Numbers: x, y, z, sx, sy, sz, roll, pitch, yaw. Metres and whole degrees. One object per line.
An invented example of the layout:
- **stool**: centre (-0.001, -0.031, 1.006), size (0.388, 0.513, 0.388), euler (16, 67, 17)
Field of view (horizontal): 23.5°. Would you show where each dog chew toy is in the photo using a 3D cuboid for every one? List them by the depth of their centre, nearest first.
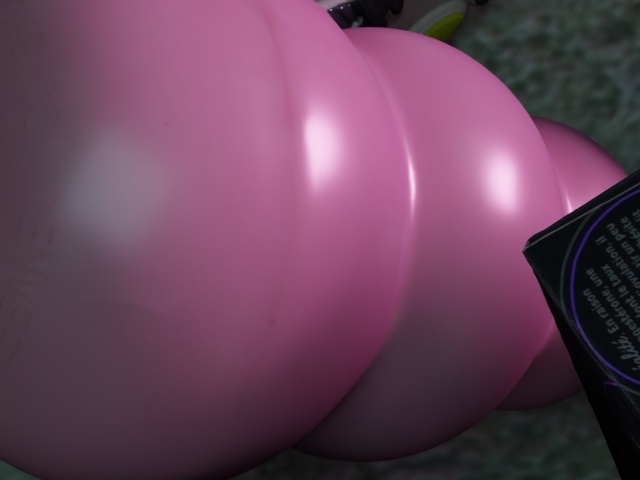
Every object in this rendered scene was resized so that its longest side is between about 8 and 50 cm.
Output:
- **dog chew toy**: centre (0.000, 0.000, 0.621), size (0.332, 0.207, 0.206), euler (7, 76, -35)

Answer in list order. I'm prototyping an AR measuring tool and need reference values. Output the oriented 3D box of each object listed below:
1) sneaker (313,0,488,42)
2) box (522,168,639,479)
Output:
- **sneaker**: centre (-0.007, -0.115, 0.745), size (0.275, 0.107, 0.110), euler (-43, 56, -6)
- **box**: centre (0.195, 0.076, 0.558), size (0.143, 0.270, 0.165), euler (-33, 60, 1)
